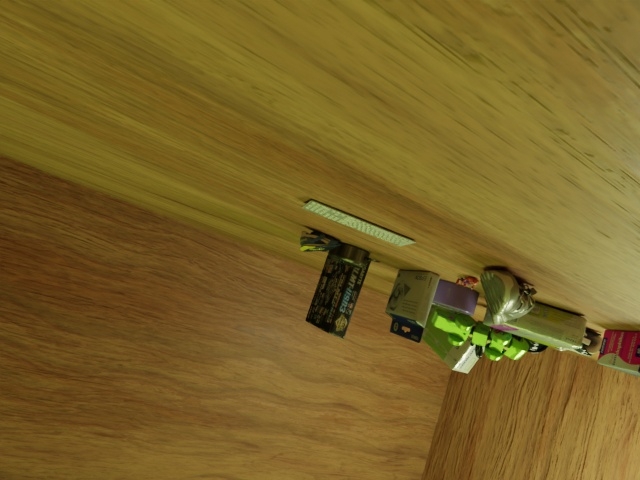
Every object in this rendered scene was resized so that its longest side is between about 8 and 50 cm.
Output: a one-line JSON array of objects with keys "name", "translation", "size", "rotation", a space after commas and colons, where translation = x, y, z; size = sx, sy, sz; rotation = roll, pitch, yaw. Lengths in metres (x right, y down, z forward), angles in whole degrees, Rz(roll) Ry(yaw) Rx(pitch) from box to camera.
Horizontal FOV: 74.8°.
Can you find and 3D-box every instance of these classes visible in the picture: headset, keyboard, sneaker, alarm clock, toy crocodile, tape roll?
[{"name": "headset", "translation": [0.771, 0.386, 1.660], "size": [0.394, 0.185, 0.243], "rotation": [11, 176, -23]}, {"name": "keyboard", "translation": [0.085, -0.035, 0.926], "size": [0.256, 0.014, 0.072], "rotation": [20, 172, -15]}, {"name": "sneaker", "translation": [0.000, 0.000, 1.265], "size": [0.144, 0.059, 0.053], "rotation": [3, 155, -38]}, {"name": "sneaker", "translation": [0.907, 0.357, 1.462], "size": [0.153, 0.094, 0.235], "rotation": [23, 168, 46]}, {"name": "alarm clock", "translation": [0.105, 0.053, 1.348], "size": [0.192, 0.064, 0.129], "rotation": [9, 168, 37]}, {"name": "toy crocodile", "translation": [0.575, 0.335, 1.523], "size": [0.340, 0.105, 0.115], "rotation": [19, 129, 22]}, {"name": "sneaker", "translation": [0.455, 0.124, 1.000], "size": [0.115, 0.105, 0.281], "rotation": [-19, 155, 15]}, {"name": "tape roll", "translation": [0.449, 0.196, 1.466], "size": [0.189, 0.080, 0.189], "rotation": [18, 172, 3]}]

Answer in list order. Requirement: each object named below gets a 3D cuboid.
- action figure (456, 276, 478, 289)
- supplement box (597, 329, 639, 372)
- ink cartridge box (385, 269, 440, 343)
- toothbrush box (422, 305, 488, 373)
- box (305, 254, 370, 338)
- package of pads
[{"name": "action figure", "translation": [0.419, 0.119, 1.188], "size": [0.038, 0.030, 0.115], "rotation": [23, 171, 3]}, {"name": "supplement box", "translation": [0.902, 0.324, 1.179], "size": [0.114, 0.111, 0.220], "rotation": [17, 172, 11]}, {"name": "ink cartridge box", "translation": [0.292, 0.210, 1.394], "size": [0.045, 0.224, 0.223], "rotation": [20, 172, -15]}, {"name": "toothbrush box", "translation": [0.581, 0.408, 1.856], "size": [0.122, 0.206, 0.283], "rotation": [24, -167, -33]}, {"name": "box", "translation": [0.058, 0.196, 1.578], "size": [0.073, 0.296, 0.293], "rotation": [22, 171, -18]}, {"name": "package of pads", "translation": [0.663, 0.259, 1.321], "size": [0.229, 0.101, 0.296], "rotation": [17, 173, 14]}]
